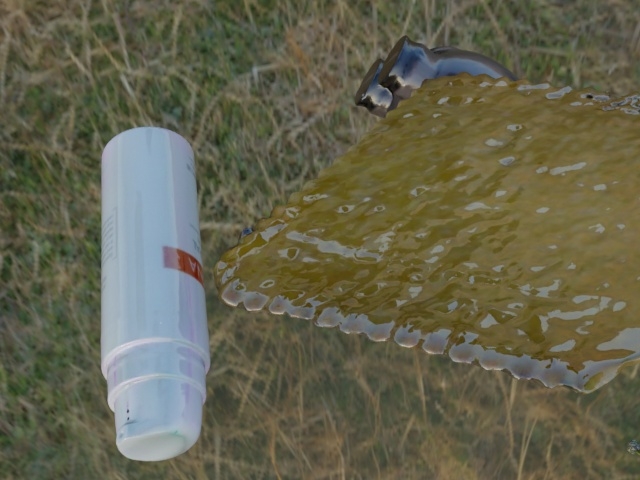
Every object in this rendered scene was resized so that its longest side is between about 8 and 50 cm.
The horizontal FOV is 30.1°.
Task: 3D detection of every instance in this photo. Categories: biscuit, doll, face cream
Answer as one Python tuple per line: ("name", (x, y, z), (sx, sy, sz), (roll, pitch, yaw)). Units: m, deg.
("biscuit", (0.097, -0.017, 0.543), (0.232, 0.013, 0.237), (12, 38, 32))
("doll", (0.162, -0.096, 1.116), (0.257, 0.182, 0.117), (35, 70, -11))
("face cream", (-0.158, 0.047, 1.131), (0.102, 0.102, 0.346), (-9, 54, 0))

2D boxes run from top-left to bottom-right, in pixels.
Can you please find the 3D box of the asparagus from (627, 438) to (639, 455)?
("asparagus", (0.373, 0.242, 1.266), (0.127, 0.015, 0.018), (29, 91, -20))
